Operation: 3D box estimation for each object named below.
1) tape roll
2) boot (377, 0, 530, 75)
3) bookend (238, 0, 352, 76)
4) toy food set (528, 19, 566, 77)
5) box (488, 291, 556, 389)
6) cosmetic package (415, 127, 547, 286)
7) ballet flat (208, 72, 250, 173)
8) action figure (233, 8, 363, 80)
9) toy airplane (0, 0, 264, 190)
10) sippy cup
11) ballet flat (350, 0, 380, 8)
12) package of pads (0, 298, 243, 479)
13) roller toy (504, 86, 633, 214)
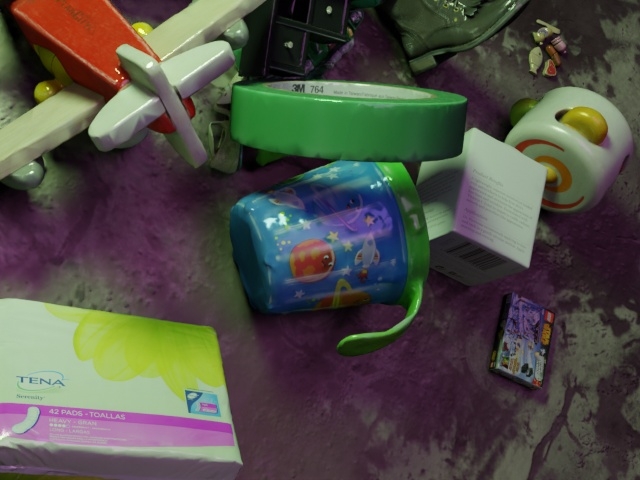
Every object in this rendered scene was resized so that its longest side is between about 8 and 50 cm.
[{"bbox_3d":[0.038,-0.170,1.269,0.321,0.321,0.077,-3,106,-29],"label":"tape roll"},{"bbox_3d":[0.182,-0.407,1.487,0.091,0.263,0.229,-38,102,-49],"label":"boot"},{"bbox_3d":[-0.028,-0.304,1.359,0.156,0.072,0.157,8,92,-36],"label":"bookend"},{"bbox_3d":[0.429,-0.356,1.733,0.078,0.019,0.122,18,68,-23],"label":"toy food set"},{"bbox_3d":[0.333,0.166,1.523,0.094,0.027,0.137,26,65,-18],"label":"box"},{"bbox_3d":[0.242,-0.048,1.464,0.151,0.151,0.183,26,65,-20],"label":"cosmetic package"},{"bbox_3d":[-0.136,-0.180,1.359,0.052,0.057,0.168,9,71,-16],"label":"ballet flat"},{"bbox_3d":[-0.013,-0.301,1.453,0.232,0.063,0.137,-43,109,-27],"label":"action figure"},{"bbox_3d":[-0.259,-0.205,1.173,0.386,0.272,0.384,1,58,5],"label":"toy airplane"},{"bbox_3d":[0.000,0.000,1.292,0.224,0.305,0.240,-13,118,-20],"label":"sippy cup"},{"bbox_3d":[-0.108,-0.471,1.388,0.483,0.164,0.182,1,89,-26],"label":"ballet flat"},{"bbox_3d":[-0.256,0.187,1.105,0.297,0.101,0.229,11,37,-26],"label":"package of pads"},{"bbox_3d":[0.415,-0.146,1.560,0.146,0.209,0.191,-46,119,-29],"label":"roller toy"}]
